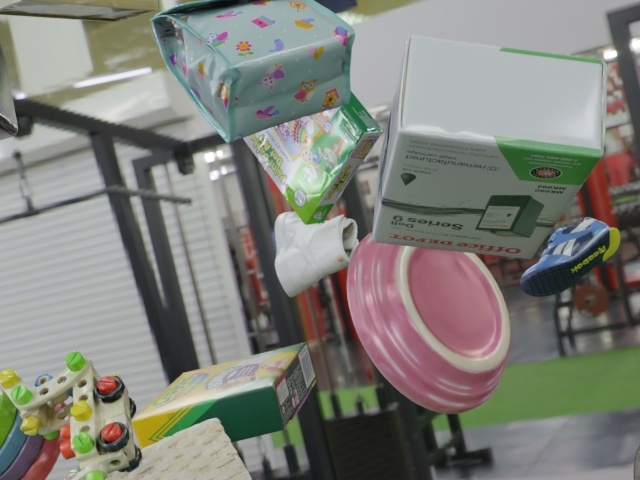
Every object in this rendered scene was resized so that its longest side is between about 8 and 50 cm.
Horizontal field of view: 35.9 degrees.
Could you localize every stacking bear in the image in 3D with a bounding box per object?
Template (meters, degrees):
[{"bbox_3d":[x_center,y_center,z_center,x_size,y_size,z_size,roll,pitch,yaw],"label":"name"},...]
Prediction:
[{"bbox_3d":[-0.609,0.319,1.731,0.175,0.289,0.164,-51,28,7],"label":"stacking bear"}]

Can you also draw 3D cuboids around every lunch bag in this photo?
[{"bbox_3d":[-0.107,-0.292,1.486,0.223,0.160,0.262,-20,47,-26],"label":"lunch bag"}]

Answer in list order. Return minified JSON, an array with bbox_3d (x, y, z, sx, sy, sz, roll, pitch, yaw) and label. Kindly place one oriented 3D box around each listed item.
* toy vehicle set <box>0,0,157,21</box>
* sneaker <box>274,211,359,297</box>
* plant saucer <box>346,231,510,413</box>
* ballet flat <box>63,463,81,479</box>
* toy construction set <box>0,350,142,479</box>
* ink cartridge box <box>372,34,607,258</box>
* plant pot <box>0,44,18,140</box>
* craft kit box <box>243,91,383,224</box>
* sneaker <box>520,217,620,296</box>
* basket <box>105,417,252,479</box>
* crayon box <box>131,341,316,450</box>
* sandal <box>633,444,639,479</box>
[{"bbox_3d":[-0.455,-0.437,1.818,0.266,0.035,0.166,-6,6,-40],"label":"toy vehicle set"},{"bbox_3d":[0.000,0.000,1.983,0.169,0.108,0.292,-26,25,9],"label":"sneaker"},{"bbox_3d":[0.193,0.112,1.608,0.332,0.332,0.084,-14,-17,-46],"label":"plant saucer"},{"bbox_3d":[-0.457,0.520,2.205,0.221,0.077,0.079,-7,6,-26],"label":"ballet flat"},{"bbox_3d":[-0.398,0.319,1.576,0.215,0.328,0.151,-19,-35,-1],"label":"toy construction set"},{"bbox_3d":[0.178,-0.092,1.121,0.211,0.122,0.289,7,-23,0],"label":"ink cartridge box"},{"bbox_3d":[-0.499,-0.204,1.298,0.188,0.188,0.167,-15,-12,6],"label":"plant pot"},{"bbox_3d":[-0.024,-0.202,1.866,0.061,0.250,0.247,-13,-33,-40],"label":"craft kit box"},{"bbox_3d":[0.314,0.021,1.277,0.144,0.053,0.059,-31,41,-6],"label":"sneaker"},{"bbox_3d":[-0.272,0.563,1.842,0.331,0.328,0.266,-21,-34,-23],"label":"basket"},{"bbox_3d":[-0.197,0.343,2.152,0.313,0.106,0.363,-14,5,11],"label":"crayon box"},{"bbox_3d":[0.552,0.435,1.621,0.090,0.219,0.060,8,-19,20],"label":"sandal"}]
